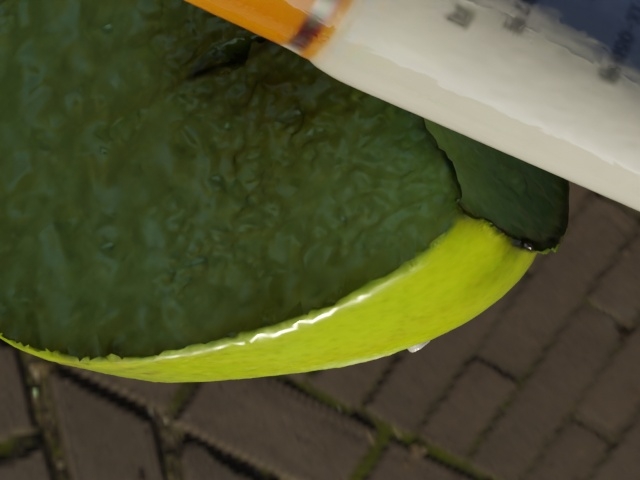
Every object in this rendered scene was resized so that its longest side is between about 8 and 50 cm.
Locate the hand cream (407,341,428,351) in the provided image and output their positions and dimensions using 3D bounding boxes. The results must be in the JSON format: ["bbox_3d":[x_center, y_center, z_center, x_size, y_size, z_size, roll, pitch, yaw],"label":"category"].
[{"bbox_3d":[0.001,-0.001,1.727,0.257,0.050,0.084,47,64,0],"label":"hand cream"}]

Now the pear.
[{"bbox_3d":[-0.048,-0.041,0.859,0.292,0.292,0.159,-44,153,7],"label":"pear"}]

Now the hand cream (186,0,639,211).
[{"bbox_3d":[0.107,-0.063,0.648,0.314,0.139,0.089,24,134,-8],"label":"hand cream"}]
